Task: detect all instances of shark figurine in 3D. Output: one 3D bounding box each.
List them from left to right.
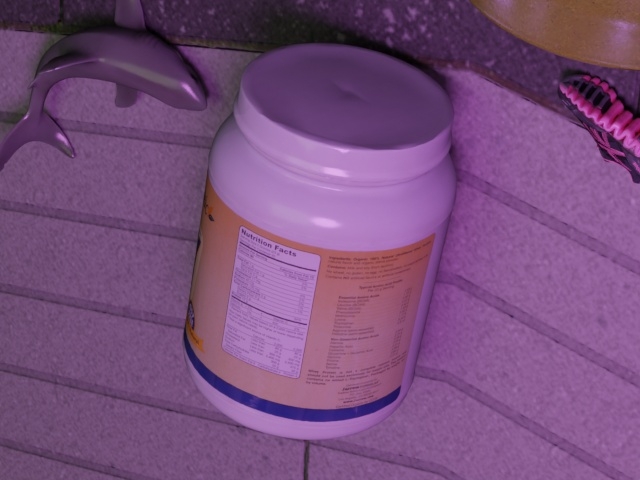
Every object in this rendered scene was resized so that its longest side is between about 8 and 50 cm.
[{"bbox_3d":[-0.260,-0.168,1.927,0.278,0.116,0.166,-17,100,40],"label":"shark figurine"}]

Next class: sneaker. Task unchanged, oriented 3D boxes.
[{"bbox_3d":[0.248,-0.094,1.616,0.119,0.047,0.057,42,143,15],"label":"sneaker"}]

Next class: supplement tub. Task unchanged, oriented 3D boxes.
[{"bbox_3d":[0.000,0.000,1.728,0.228,0.228,0.316,28,126,25],"label":"supplement tub"}]

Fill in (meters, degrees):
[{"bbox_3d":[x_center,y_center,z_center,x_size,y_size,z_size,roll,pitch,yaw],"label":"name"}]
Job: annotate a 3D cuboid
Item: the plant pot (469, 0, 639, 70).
[{"bbox_3d":[0.234,-0.324,1.306,0.366,0.366,0.353,29,132,23],"label":"plant pot"}]
